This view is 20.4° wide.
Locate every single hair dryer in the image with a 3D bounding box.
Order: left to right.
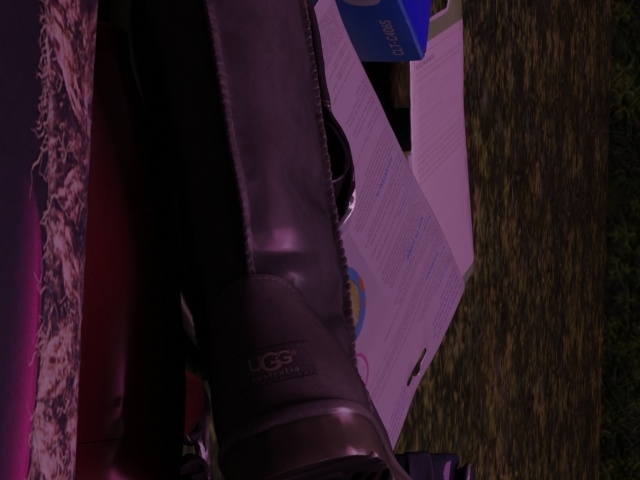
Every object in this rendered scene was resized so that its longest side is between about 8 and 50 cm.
[{"bbox_3d":[-0.084,0.059,0.650,0.223,0.080,0.293,-94,-178,-60],"label":"hair dryer"}]

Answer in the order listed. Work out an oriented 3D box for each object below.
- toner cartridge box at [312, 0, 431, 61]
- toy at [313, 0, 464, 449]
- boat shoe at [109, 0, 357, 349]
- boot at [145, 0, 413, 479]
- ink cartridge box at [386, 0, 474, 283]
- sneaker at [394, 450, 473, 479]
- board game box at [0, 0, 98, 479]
[{"bbox_3d":[0.023,-0.286,0.948,0.165,0.075,0.348,56,38,-63],"label":"toner cartridge box"},{"bbox_3d":[0.000,0.000,0.917,0.137,0.056,0.237,-63,146,-31],"label":"toy"},{"bbox_3d":[-0.025,-0.020,0.759,0.084,0.079,0.233,-45,137,-37],"label":"boat shoe"},{"bbox_3d":[-0.021,0.002,0.625,0.189,0.076,0.208,93,-19,-65],"label":"boot"},{"bbox_3d":[0.055,-0.070,1.123,0.171,0.056,0.235,-43,129,-69],"label":"ink cartridge box"},{"bbox_3d":[0.062,0.204,0.998,0.226,0.086,0.163,180,-85,-71],"label":"sneaker"},{"bbox_3d":[-0.150,0.010,0.225,0.291,0.141,0.232,10,82,-75],"label":"board game box"}]
